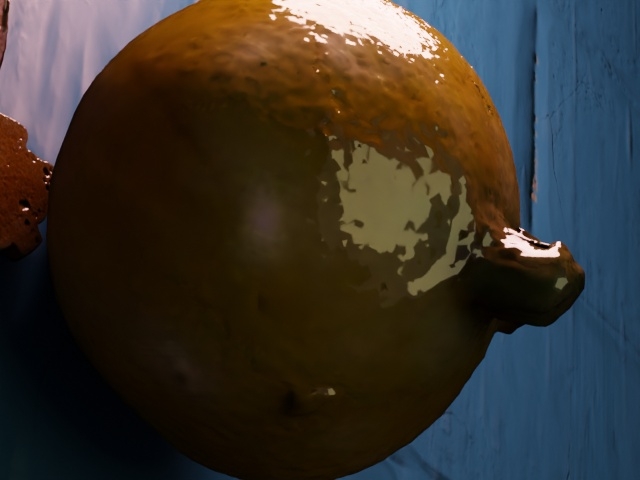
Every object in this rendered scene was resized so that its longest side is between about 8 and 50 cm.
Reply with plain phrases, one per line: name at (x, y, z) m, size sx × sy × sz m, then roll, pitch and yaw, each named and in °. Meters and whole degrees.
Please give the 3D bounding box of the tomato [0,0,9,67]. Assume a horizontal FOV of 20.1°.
tomato at (-0.276, -0.159, 1.030) m, size 0.225 × 0.085 × 0.225 m, roll 25°, pitch 60°, yaw -55°

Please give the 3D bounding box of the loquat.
loquat at (0.000, 0.000, 1.162) m, size 0.328 × 0.359 × 0.328 m, roll -30°, pitch 127°, yaw -50°

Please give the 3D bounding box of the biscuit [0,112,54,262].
biscuit at (-0.215, -0.047, 1.141) m, size 0.130 × 0.019 × 0.119 m, roll 66°, pitch 32°, yaw -15°
